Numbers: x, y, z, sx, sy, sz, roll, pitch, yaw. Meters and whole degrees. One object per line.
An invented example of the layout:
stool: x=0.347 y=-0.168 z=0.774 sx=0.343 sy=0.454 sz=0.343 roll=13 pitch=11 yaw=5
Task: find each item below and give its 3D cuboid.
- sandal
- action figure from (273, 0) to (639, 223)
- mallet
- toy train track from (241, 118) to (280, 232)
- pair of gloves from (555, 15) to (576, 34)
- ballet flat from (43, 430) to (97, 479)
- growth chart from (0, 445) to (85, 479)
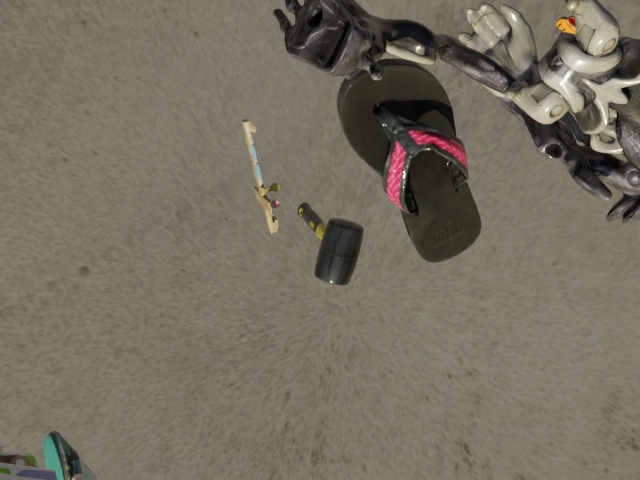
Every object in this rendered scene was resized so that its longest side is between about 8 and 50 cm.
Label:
sandal: x=0.067 y=-0.043 z=0.622 sx=0.067 sy=0.179 sz=0.040 roll=-29 pitch=42 yaw=4
action figure: x=0.127 y=-0.103 z=0.470 sx=0.275 sy=0.164 sz=0.141 roll=13 pitch=47 yaw=-31
mallet: x=0.000 y=0.000 z=1.016 sx=0.039 sy=0.189 sz=0.062 roll=12 pitch=95 yaw=-16
toy train track: x=-0.039 y=-0.046 z=0.692 sx=0.014 sy=0.048 sz=0.083 roll=-18 pitch=112 yaw=-12
pair of gloves: x=0.256 y=-0.181 z=0.930 sx=0.083 sy=0.074 sz=0.010 roll=44 pitch=98 yaw=-2
ballet flat: x=-0.329 y=0.347 z=1.324 sx=0.070 sy=0.070 sz=0.188 roll=-15 pitch=69 yaw=0
growth chart: x=-0.352 y=0.282 z=1.065 sx=0.237 sy=0.172 sz=0.021 roll=21 pitch=117 yaw=-28
